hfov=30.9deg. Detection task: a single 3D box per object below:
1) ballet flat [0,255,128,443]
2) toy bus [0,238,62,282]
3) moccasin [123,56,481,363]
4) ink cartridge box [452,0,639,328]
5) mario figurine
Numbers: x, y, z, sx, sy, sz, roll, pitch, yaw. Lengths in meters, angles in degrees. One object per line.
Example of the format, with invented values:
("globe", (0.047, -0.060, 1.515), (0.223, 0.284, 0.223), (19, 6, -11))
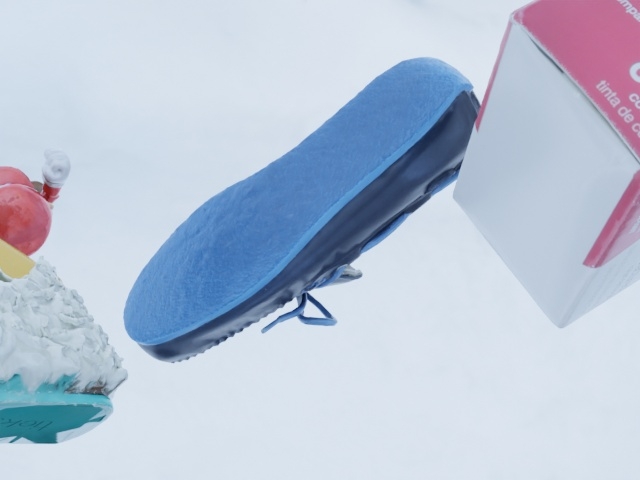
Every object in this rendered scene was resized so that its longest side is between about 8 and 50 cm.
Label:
("ballet flat", (-0.267, 0.050, 0.624), (0.409, 0.147, 0.147), (16, 82, -63))
("toy bus", (-0.451, 0.074, 1.577), (0.108, 0.333, 0.130), (-29, 137, -43))
("moccasin", (0.000, 0.000, 0.943), (0.342, 0.137, 0.117), (-34, 136, 10))
("ink cartridge box", (0.253, -0.102, 0.732), (0.306, 0.131, 0.226), (-29, 158, -14))
("mario figurine", (-0.502, -0.069, 1.847), (0.170, 0.320, 0.198), (21, 84, -12))
